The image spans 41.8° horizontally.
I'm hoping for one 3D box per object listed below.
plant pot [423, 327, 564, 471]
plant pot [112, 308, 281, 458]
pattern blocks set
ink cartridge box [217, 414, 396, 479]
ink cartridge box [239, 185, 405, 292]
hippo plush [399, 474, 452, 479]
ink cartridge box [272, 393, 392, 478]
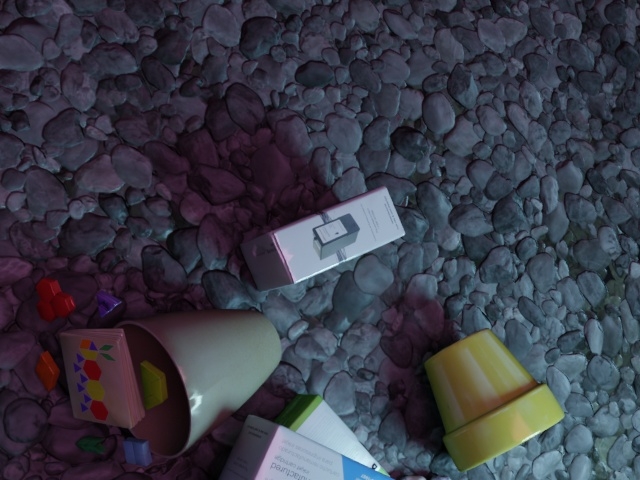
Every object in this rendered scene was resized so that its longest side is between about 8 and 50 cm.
[{"bbox_3d":[0.347,0.329,1.788,0.254,0.254,0.239,-22,73,-26],"label":"plant pot"},{"bbox_3d":[-0.215,0.231,1.567,0.274,0.257,0.256,-19,88,-44],"label":"plant pot"},{"bbox_3d":[-0.388,0.236,1.476,0.026,0.286,0.324,-31,128,-58],"label":"pattern blocks set"},{"bbox_3d":[-0.068,0.554,1.491,0.286,0.166,0.394,30,75,-19],"label":"ink cartridge box"},{"bbox_3d":[0.000,0.000,1.709,0.273,0.198,0.114,-23,91,-25],"label":"ink cartridge box"},{"bbox_3d":[0.243,0.596,1.679,0.294,0.237,0.234,-3,81,-24],"label":"hippo plush"},{"bbox_3d":[-0.002,0.463,1.678,0.189,0.097,0.255,-45,102,-24],"label":"ink cartridge box"}]
